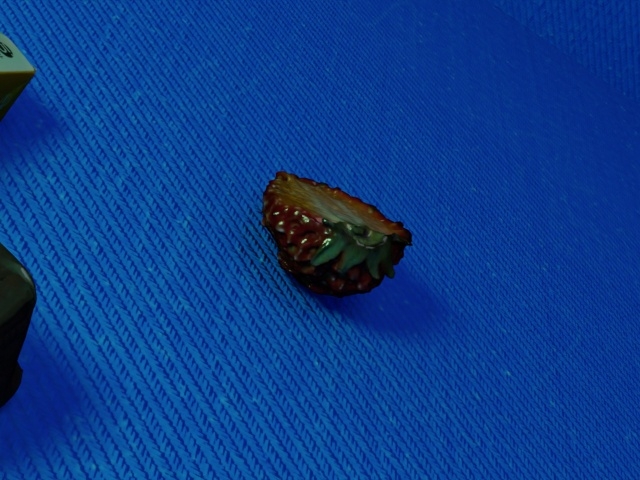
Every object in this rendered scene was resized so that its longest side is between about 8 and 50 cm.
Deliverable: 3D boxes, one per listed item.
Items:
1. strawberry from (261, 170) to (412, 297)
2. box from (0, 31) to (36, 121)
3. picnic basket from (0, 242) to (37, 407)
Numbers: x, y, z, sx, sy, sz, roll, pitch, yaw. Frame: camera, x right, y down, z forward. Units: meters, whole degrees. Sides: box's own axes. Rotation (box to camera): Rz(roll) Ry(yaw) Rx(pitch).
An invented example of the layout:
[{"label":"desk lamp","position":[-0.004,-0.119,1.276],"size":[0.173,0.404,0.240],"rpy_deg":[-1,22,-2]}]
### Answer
[{"label":"strawberry","position":[0.000,0.000,1.378],"size":[0.190,0.111,0.236],"rpy_deg":[12,15,-22]},{"label":"box","position":[-0.436,-0.203,1.112],"size":[0.221,0.091,0.274],"rpy_deg":[44,17,6]},{"label":"picnic basket","position":[-0.370,0.026,0.896],"size":[0.297,0.129,0.222],"rpy_deg":[41,32,5]}]
